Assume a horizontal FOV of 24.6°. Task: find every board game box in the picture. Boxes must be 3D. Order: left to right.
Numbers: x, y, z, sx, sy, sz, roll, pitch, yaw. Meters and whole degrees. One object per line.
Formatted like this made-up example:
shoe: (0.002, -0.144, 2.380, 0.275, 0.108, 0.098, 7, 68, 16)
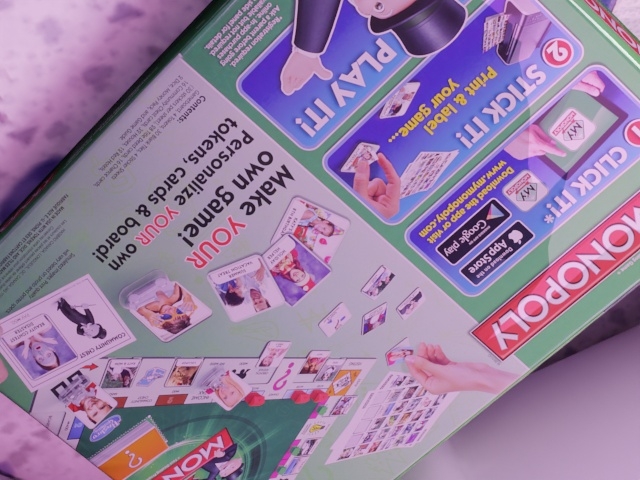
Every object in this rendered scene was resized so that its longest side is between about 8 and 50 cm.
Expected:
board game box: (0.000, 0.000, 0.654, 0.213, 0.046, 0.317, 41, 113, -15)

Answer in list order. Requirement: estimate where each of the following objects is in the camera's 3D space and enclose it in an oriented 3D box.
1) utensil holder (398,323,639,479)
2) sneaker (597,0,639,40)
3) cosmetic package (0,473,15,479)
utensil holder: (0.266, 0.168, 0.755, 0.385, 0.328, 0.328, -26, 132, 4)
sneaker: (0.242, -0.121, 0.625, 0.296, 0.131, 0.112, -19, 134, 2)
cosmetic package: (-0.134, 0.218, 0.814, 0.085, 0.117, 0.231, -42, 127, 20)
